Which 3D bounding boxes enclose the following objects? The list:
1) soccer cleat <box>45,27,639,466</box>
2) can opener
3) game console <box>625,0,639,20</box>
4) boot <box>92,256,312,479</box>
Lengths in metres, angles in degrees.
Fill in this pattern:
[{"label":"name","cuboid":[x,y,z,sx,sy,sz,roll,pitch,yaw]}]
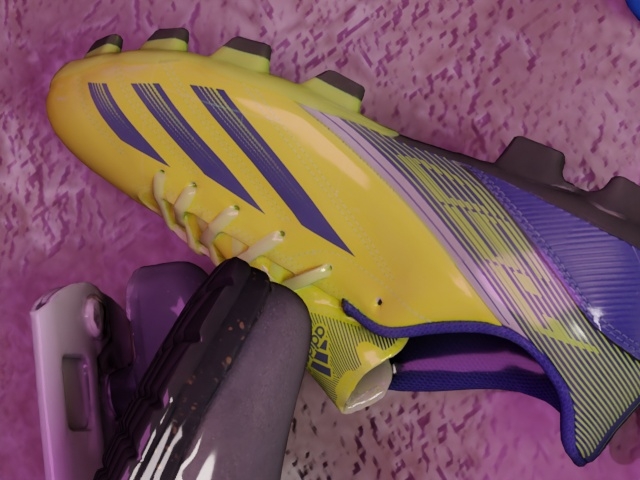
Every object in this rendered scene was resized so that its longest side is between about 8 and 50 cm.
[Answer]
[{"label":"soccer cleat","cuboid":[0.000,0.000,0.660,0.289,0.093,0.121,20,82,21]},{"label":"can opener","cuboid":[-0.068,0.150,0.682,0.095,0.076,0.283,-12,80,21]},{"label":"game console","cuboid":[0.271,-0.213,0.619,0.293,0.173,0.250,6,116,23]},{"label":"boot","cuboid":[0.001,0.192,0.613,0.223,0.118,0.338,17,89,-7]}]
